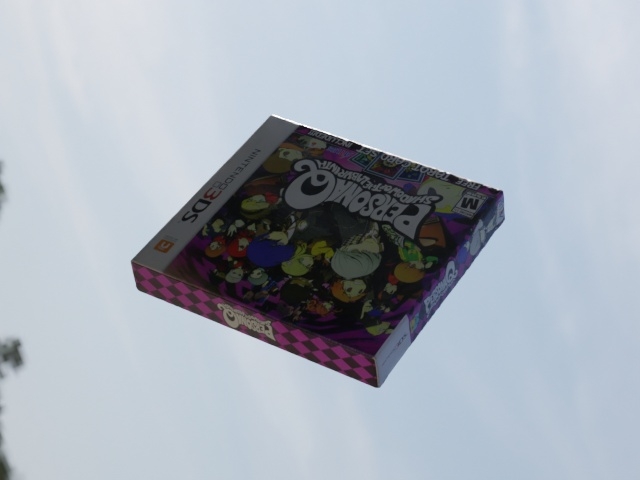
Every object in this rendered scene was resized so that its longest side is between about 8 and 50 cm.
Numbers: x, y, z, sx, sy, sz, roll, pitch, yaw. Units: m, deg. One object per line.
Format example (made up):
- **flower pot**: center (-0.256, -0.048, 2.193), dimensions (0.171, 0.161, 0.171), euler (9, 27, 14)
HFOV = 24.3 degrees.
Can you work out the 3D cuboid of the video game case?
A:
- **video game case**: center (0.000, 0.000, 1.204), dimensions (0.232, 0.210, 0.042), euler (21, -40, 26)
